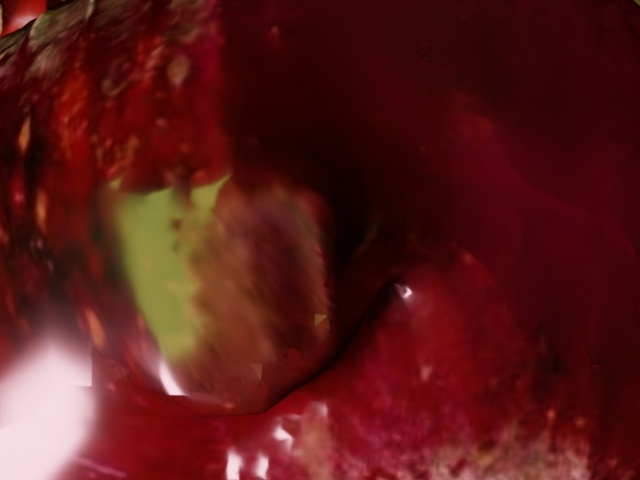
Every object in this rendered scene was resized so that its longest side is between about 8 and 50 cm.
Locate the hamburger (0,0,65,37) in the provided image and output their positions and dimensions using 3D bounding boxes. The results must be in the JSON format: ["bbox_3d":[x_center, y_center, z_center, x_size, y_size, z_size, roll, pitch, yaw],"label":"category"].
[{"bbox_3d":[-0.254,-0.153,1.138,0.274,0.212,0.274,-2,87,49],"label":"hamburger"}]

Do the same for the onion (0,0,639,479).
[{"bbox_3d":[0.000,0.000,0.760,0.398,0.398,0.420,-45,34,39],"label":"onion"}]
